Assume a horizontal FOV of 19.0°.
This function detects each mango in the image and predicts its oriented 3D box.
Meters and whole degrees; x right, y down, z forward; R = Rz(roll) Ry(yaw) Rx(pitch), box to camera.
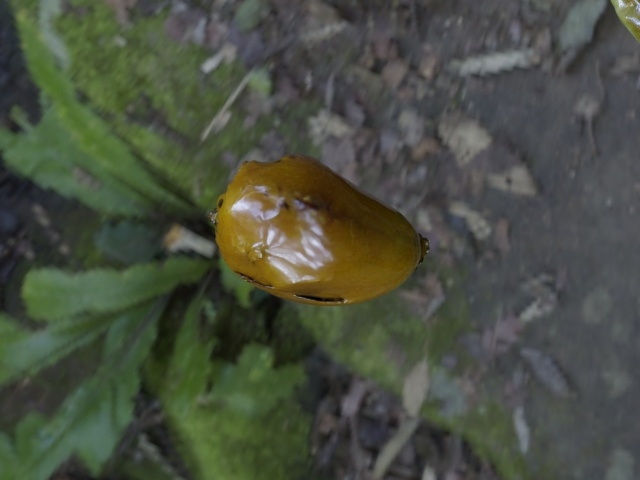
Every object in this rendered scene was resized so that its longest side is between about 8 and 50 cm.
[{"bbox_3d":[0.000,0.000,1.006,0.127,0.063,0.077,18,138,-34],"label":"mango"}]

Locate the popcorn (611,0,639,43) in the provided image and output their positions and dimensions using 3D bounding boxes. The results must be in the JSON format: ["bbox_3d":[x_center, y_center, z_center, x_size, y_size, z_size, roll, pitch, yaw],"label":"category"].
[{"bbox_3d":[0.317,-0.186,1.308,0.259,0.259,0.212,0,100,11],"label":"popcorn"}]
